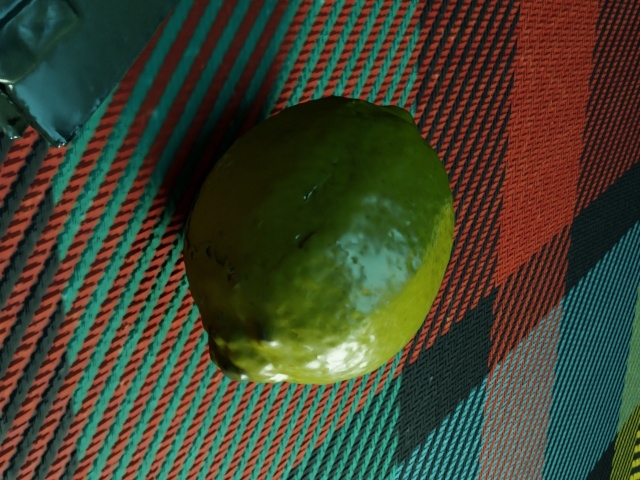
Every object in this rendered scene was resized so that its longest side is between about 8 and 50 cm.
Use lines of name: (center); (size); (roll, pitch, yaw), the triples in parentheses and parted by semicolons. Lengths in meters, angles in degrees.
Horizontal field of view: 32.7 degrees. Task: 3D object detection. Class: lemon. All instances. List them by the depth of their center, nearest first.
lemon: (0.000, 0.000, 0.841); (0.260, 0.204, 0.204); (-55, 146, -25)

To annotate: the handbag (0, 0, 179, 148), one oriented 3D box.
handbag: (-0.150, -0.216, 0.607); (0.260, 0.079, 0.247); (-58, 146, -26)
